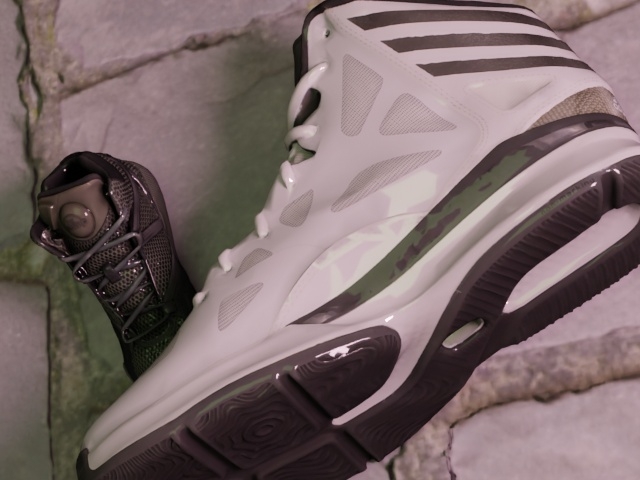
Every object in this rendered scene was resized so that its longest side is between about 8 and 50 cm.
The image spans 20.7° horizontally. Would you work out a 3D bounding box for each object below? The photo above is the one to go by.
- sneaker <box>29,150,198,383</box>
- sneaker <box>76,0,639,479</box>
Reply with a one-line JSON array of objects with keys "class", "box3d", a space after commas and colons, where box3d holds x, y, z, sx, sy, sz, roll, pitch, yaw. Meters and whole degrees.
[{"class": "sneaker", "box3d": [-0.143, 0.030, 1.269, 0.087, 0.130, 0.227, -29, 68, 17]}, {"class": "sneaker", "box3d": [0.001, 0.000, 1.213, 0.447, 0.169, 0.257, -33, 55, 5]}]
